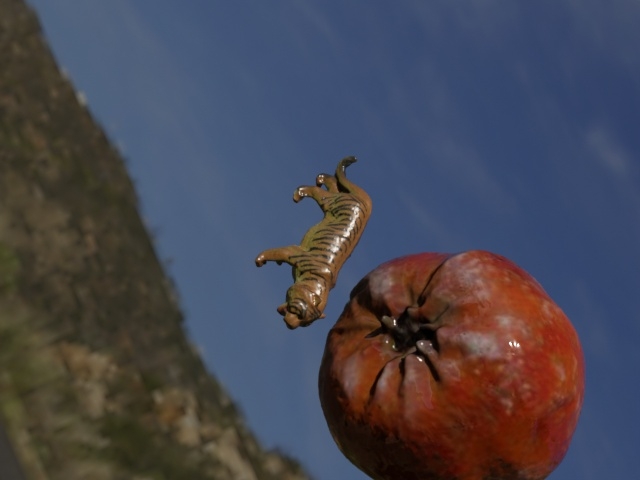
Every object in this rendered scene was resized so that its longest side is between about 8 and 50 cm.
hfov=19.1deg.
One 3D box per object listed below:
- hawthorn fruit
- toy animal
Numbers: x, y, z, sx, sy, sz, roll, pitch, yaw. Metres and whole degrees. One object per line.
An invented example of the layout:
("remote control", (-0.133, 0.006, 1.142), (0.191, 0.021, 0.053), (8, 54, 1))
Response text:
("hawthorn fruit", (0.137, 0.138, 1.733), (0.272, 0.242, 0.242), (41, 11, -46))
("toy animal", (0.000, 0.000, 2.196), (0.099, 0.241, 0.057), (19, -28, 24))
